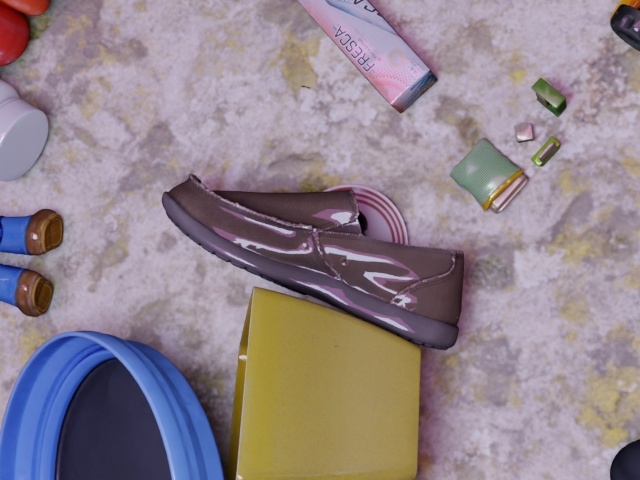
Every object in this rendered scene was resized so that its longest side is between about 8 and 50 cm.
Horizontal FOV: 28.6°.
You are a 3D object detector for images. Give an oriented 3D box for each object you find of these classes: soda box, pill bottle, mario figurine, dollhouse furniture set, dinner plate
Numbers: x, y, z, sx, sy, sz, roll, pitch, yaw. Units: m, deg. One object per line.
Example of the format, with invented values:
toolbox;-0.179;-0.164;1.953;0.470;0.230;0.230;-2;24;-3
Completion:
soda box;0.053;-0.235;1.459;0.063;0.058;0.183;-42;77;8
pill bottle;-0.449;-0.164;1.554;0.208;0.119;0.119;30;93;16
mario figurine;-0.483;0.001;1.571;0.321;0.170;0.198;11;52;5
dollhouse furniture set;0.215;-0.105;1.404;0.076;0.058;0.151;44;97;15
dinner plate;0.034;0.005;1.464;0.141;0.017;0.141;-2;84;15

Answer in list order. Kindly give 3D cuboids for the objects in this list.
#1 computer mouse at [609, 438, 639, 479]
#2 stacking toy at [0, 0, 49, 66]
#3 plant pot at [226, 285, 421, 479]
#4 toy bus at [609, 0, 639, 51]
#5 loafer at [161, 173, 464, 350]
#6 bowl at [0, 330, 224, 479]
computer mouse;0.426;0.280;1.279;0.272;0.072;0.188;12;119;20
stacking toy;-0.347;-0.364;1.552;0.141;0.141;0.330;35;101;15
plant pot;0.002;0.191;1.346;0.187;0.212;0.212;7;66;-5
toy bus;0.439;-0.220;1.309;0.211;0.220;0.149;34;95;-18
loafer;0.000;0.000;1.410;0.366;0.134;0.130;23;88;6
bowl;-0.237;0.294;1.386;0.391;0.077;0.391;-2;88;49
